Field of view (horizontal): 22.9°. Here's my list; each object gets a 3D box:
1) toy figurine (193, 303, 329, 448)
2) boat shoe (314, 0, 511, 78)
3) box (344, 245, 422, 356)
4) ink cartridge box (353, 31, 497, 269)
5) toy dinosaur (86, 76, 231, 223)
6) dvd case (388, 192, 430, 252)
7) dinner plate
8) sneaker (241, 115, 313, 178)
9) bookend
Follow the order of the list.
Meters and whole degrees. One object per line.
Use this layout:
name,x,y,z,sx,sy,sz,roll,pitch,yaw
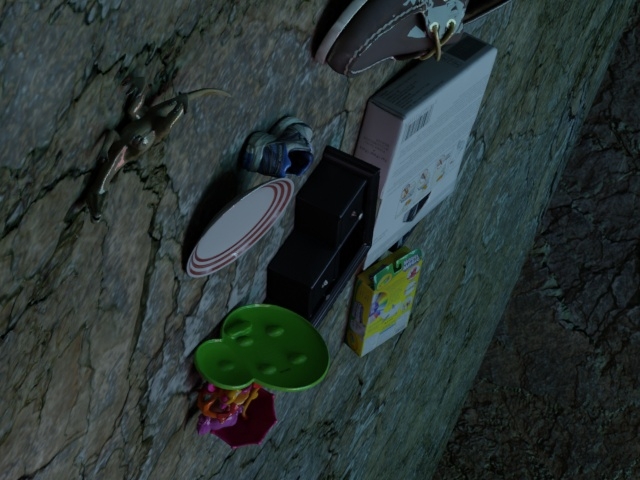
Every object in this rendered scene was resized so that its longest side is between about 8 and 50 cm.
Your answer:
toy figurine,-0.092,0.178,1.803,0.173,0.130,0.159,-18,145,-41
boat shoe,0.123,-0.256,1.732,0.324,0.097,0.116,-38,170,-39
box,0.093,0.084,2.342,0.105,0.043,0.179,-31,150,-32
ink cartridge box,0.125,-0.122,2.092,0.275,0.060,0.239,-39,152,-49
toy dinosaur,-0.141,-0.096,1.295,0.183,0.053,0.092,-48,175,-29
dvd case,0.157,-0.118,2.311,0.179,0.029,0.239,-51,160,-41
dinner plate,-0.084,-0.016,1.594,0.141,0.017,0.141,-40,164,-14
sneaker,-0.032,-0.089,1.638,0.135,0.058,0.052,-38,150,-62
bookend,0.000,0.000,1.868,0.156,0.072,0.157,-55,162,-33
